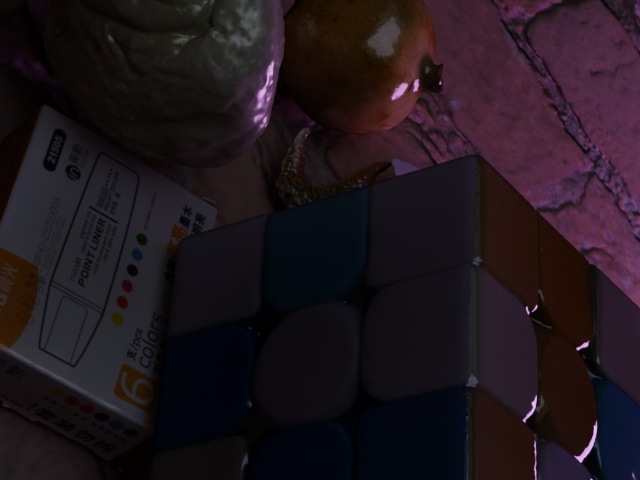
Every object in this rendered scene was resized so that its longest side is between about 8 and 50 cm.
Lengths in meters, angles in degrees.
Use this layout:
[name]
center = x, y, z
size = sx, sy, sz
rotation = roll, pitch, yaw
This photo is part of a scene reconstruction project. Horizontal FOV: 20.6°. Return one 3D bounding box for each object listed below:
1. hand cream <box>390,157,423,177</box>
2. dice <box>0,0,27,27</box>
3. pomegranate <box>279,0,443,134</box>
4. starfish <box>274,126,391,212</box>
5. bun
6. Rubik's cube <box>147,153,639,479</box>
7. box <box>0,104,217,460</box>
[hand cream]
center = 0.151, 0.059, 1.979
size = 0.139, 0.089, 0.314
rotation = 12, 55, -62
[dice]
center = -0.374, -0.285, 1.649
size = 0.169, 0.166, 0.169
rotation = -6, 73, -41
[pomegranate]
center = 0.052, -0.207, 1.952
size = 0.196, 0.196, 0.196
rotation = 18, 58, -32
[starfish]
center = 0.000, 0.001, 1.904
size = 0.138, 0.050, 0.247
rotation = 25, 62, -29
[bun]
center = -0.150, -0.248, 1.683
size = 0.227, 0.352, 0.349
rotation = -2, 56, -2
[Rubik's cube]
center = 0.079, 0.175, 1.621
size = 0.344, 0.346, 0.347
rotation = 38, 45, -43
[box]
center = -0.228, 0.040, 1.662
size = 0.221, 0.091, 0.274
rotation = 29, 52, -25
